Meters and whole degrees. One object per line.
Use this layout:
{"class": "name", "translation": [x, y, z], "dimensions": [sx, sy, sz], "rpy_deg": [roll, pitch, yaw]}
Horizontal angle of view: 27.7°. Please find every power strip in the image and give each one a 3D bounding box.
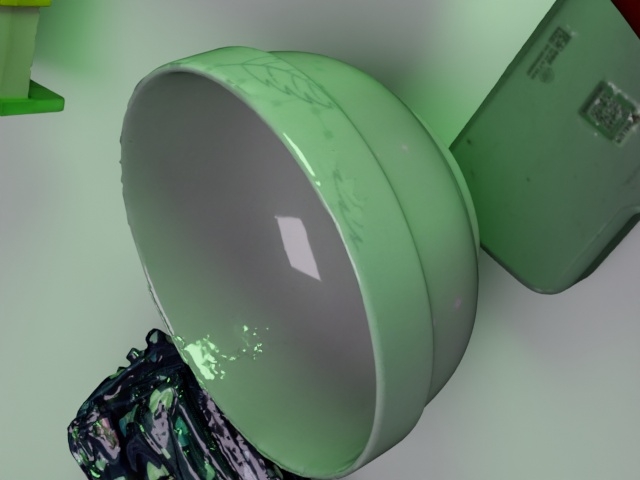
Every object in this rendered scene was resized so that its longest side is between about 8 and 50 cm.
{"class": "power strip", "translation": [0.206, -0.068, 0.798], "dimensions": [0.193, 0.059, 0.265], "rpy_deg": [45, 122, 15]}

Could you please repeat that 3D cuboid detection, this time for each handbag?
{"class": "handbag", "translation": [-0.089, 0.198, 1.024], "dimensions": [0.162, 0.113, 0.260], "rpy_deg": [-37, 79, 26]}

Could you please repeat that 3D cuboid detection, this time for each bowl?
{"class": "bowl", "translation": [0.000, 0.000, 0.856], "dimensions": [0.287, 0.144, 0.287], "rpy_deg": [36, 138, 40]}

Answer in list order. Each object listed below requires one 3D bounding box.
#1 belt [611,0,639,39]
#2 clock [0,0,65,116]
{"class": "belt", "translation": [0.244, -0.185, 0.598], "dimensions": [0.115, 0.324, 0.227], "rpy_deg": [55, 138, 4]}
{"class": "clock", "translation": [-0.274, -0.246, 0.961], "dimensions": [0.220, 0.106, 0.255], "rpy_deg": [29, 115, 36]}
